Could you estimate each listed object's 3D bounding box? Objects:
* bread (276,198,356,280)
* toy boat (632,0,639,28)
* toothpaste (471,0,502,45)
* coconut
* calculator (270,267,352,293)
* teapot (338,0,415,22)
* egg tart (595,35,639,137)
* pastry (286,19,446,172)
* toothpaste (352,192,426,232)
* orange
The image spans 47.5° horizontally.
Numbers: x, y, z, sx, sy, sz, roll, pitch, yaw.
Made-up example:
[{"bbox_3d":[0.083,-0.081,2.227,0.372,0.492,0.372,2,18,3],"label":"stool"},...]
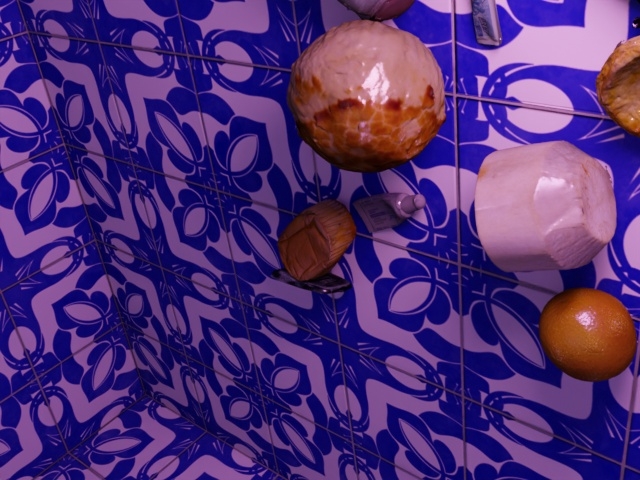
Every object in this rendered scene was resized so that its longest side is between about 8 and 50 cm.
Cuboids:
[{"bbox_3d":[0.000,0.000,2.270,0.204,0.156,0.288,57,142,16],"label":"bread"},{"bbox_3d":[0.596,-0.470,1.328,0.269,0.141,0.141,52,142,0],"label":"toy boat"},{"bbox_3d":[0.350,-0.557,1.587,0.069,0.047,0.268,1,122,31],"label":"toothpaste"},{"bbox_3d":[0.479,-0.068,1.622,0.323,0.323,0.322,26,134,31],"label":"coconut"},{"bbox_3d":[-0.023,0.131,2.375,0.268,0.177,0.040,19,109,37],"label":"calculator"},{"bbox_3d":[0.085,-0.638,1.682,0.312,0.233,0.315,51,171,-6],"label":"teapot"},{"bbox_3d":[0.664,-0.291,1.358,0.294,0.123,0.294,31,160,13],"label":"egg tart"},{"bbox_3d":[0.109,-0.322,1.736,0.389,0.312,0.388,7,155,3],"label":"pastry"},{"bbox_3d":[0.197,-0.090,2.081,0.282,0.069,0.099,-14,79,56],"label":"toothpaste"},{"bbox_3d":[0.635,0.223,1.735,0.236,0.236,0.236,26,134,31],"label":"orange"}]
